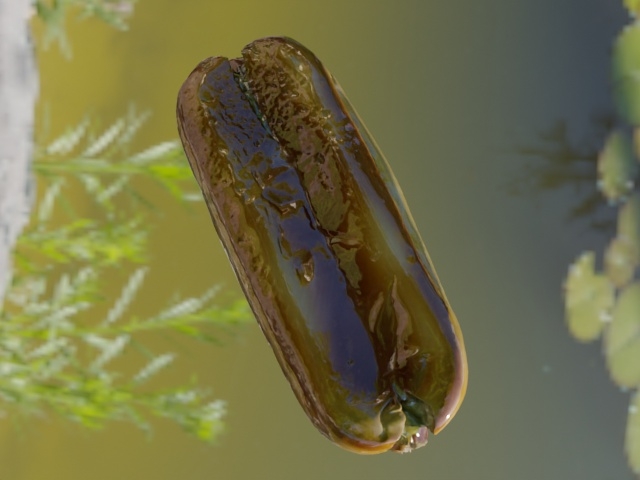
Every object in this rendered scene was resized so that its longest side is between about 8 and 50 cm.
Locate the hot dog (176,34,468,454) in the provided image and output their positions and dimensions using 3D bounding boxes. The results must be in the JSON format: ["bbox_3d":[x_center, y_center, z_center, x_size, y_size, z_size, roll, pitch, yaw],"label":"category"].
[{"bbox_3d":[0.000,0.000,0.971,0.068,0.100,0.250,84,-17,-68],"label":"hot dog"}]
